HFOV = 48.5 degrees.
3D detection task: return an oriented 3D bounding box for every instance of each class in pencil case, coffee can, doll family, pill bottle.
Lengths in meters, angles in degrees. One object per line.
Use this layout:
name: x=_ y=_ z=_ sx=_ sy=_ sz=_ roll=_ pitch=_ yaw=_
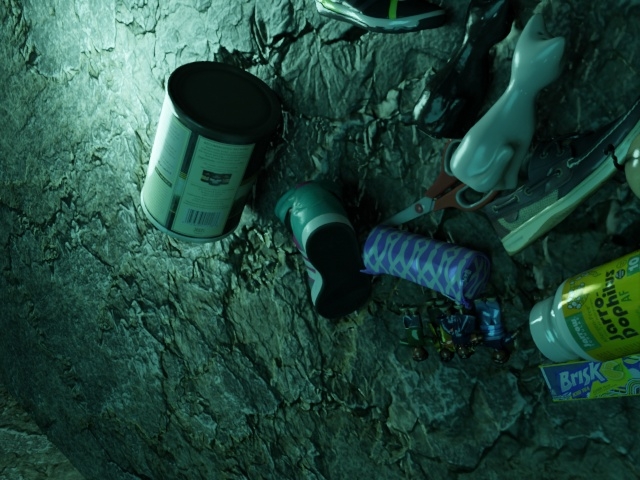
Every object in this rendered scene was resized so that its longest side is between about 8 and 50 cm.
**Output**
pencil case: x=0.162 y=0.037 z=1.101 sx=0.206 sy=0.086 sz=0.088 roll=19 pitch=96 yaw=41
coffee can: x=-0.208 y=-0.157 z=1.305 sx=0.201 sy=0.202 sz=0.275 roll=47 pitch=136 yaw=19
doll family: x=0.215 y=0.147 z=1.114 sx=0.193 sy=0.076 sz=0.111 roll=-7 pitch=99 yaw=45
pill bottle: x=0.369 y=0.085 z=0.885 sx=0.208 sy=0.118 sz=0.117 roll=-34 pitch=84 yaw=49

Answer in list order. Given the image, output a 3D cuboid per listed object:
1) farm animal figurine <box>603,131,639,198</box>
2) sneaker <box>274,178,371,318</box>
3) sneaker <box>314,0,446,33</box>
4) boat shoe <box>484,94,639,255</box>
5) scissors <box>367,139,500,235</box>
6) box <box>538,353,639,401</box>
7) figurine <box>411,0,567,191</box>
farm animal figurine: x=0.441 y=-0.044 z=0.674 sx=0.327 sy=0.172 sz=0.330 roll=23 pitch=89 yaw=27
sneaker: x=0.000 y=0.000 z=1.231 sx=0.295 sy=0.124 sz=0.178 roll=80 pitch=171 yaw=-54
sneaker: x=0.074 y=-0.354 z=1.001 sx=0.235 sy=0.084 sz=0.097 roll=26 pitch=125 yaw=36
boat shoe: x=0.301 y=-0.086 z=0.886 sx=0.092 sy=0.103 sz=0.285 roll=48 pitch=143 yaw=11
scissors: x=0.171 y=-0.049 z=1.100 sx=0.109 sy=0.021 sz=0.297 roll=54 pitch=137 yaw=12
box: x=0.387 y=0.175 z=0.961 sx=0.169 sy=0.054 sz=0.059 roll=-22 pitch=93 yaw=50
figurine: x=0.214 y=-0.196 z=0.884 sx=0.215 sy=0.092 sz=0.209 roll=-114 pitch=35 yaw=-49
